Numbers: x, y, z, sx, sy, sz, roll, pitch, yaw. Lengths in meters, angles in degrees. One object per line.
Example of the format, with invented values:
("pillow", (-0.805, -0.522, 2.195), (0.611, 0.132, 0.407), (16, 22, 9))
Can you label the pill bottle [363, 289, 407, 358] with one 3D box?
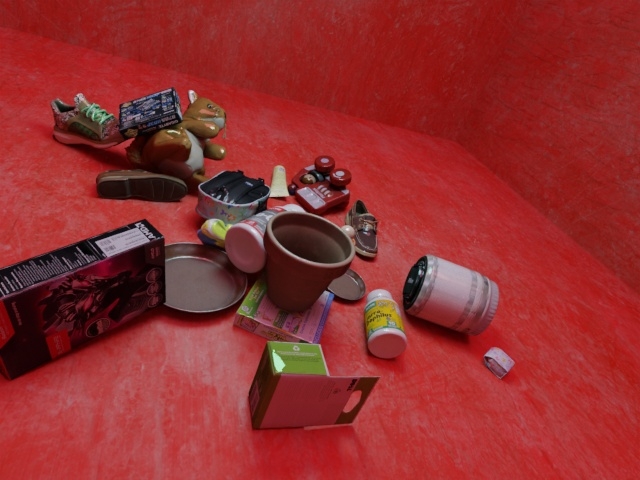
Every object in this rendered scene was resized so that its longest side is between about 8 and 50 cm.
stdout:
("pill bottle", (0.196, 0.252, 1.315), (0.117, 0.118, 0.208), (15, 32, -9))

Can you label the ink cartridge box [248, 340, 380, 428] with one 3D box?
("ink cartridge box", (-0.019, 0.339, 0.982), (0.255, 0.189, 0.097), (9, 31, -22))

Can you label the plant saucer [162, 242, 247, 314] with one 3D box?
("plant saucer", (-0.375, 0.116, 1.252), (0.310, 0.050, 0.311), (15, 32, -9))

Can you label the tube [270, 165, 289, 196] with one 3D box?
("tube", (-0.194, -0.265, 1.951), (0.062, 0.070, 0.240), (41, 24, -29))

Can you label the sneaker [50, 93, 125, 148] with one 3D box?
("sneaker", (-0.891, -0.472, 1.640), (0.409, 0.182, 0.158), (5, 40, 12))

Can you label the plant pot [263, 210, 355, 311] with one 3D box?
("plant pot", (-0.055, 0.078, 1.224), (0.262, 0.230, 0.263), (15, 31, -9))

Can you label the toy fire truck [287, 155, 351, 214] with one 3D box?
("toy fire truck", (-0.012, -0.248, 1.951), (0.253, 0.170, 0.302), (-24, 49, -26))

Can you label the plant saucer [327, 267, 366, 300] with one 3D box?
("plant saucer", (0.078, 0.151, 1.475), (0.168, 0.029, 0.169), (18, 35, -13))

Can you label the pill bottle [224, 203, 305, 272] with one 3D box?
("pill bottle", (-0.163, -0.019, 1.383), (0.161, 0.161, 0.283), (32, 34, 17))

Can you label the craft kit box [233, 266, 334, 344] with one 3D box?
("craft kit box", (-0.101, 0.205, 1.273), (0.246, 0.061, 0.250), (25, 31, 1))

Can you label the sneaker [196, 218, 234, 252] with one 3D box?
("sneaker", (-0.311, 0.003, 1.429), (0.240, 0.126, 0.091), (36, 52, -38))

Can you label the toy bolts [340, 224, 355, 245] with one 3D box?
("toy bolts", (0.000, 0.000, 1.549), (0.218, 0.159, 0.228), (35, 33, 22))

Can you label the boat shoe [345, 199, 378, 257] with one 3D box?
("boat shoe", (0.182, -0.062, 1.788), (0.123, 0.123, 0.342), (13, 32, -13))

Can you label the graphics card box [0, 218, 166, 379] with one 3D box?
("graphics card box", (-0.529, 0.118, 0.935), (0.094, 0.233, 0.370), (35, 41, 25))

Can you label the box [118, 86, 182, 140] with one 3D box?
("box", (-0.627, -0.469, 1.552), (0.220, 0.051, 0.175), (-19, 52, -3))

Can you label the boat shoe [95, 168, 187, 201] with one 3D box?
("boat shoe", (-0.649, -0.216, 1.543), (0.307, 0.111, 0.104), (2, 37, -28))

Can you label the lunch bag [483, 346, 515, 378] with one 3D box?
("lunch bag", (0.581, 0.397, 1.384), (0.071, 0.053, 0.083), (-20, 59, -45))

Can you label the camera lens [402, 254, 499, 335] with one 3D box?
("camera lens", (0.439, 0.187, 1.461), (0.274, 0.220, 0.219), (20, 31, -1))

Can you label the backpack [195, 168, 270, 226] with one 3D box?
("backpack", (-0.327, -0.137, 1.534), (0.225, 0.191, 0.253), (23, 24, 9))

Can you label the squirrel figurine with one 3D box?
("squirrel figurine", (-0.565, -0.421, 1.691), (0.396, 0.281, 0.371), (1, 60, 19))
